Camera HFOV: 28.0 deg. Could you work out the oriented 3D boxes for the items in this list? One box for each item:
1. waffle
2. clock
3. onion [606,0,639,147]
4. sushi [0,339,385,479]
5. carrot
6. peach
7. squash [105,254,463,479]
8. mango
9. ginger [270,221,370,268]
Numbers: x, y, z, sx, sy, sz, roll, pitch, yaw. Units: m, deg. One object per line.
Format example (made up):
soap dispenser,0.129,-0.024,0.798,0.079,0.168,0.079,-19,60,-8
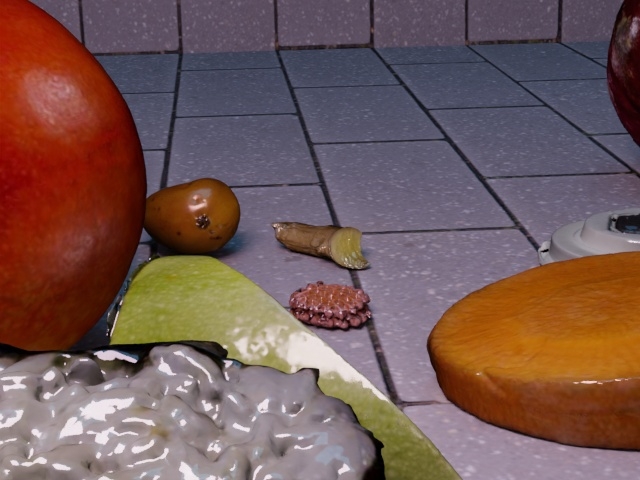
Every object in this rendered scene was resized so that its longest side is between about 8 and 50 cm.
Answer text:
waffle,0.011,0.064,1.260,0.083,0.029,0.075,6,21,12
clock,0.356,0.005,1.401,0.236,0.053,0.236,-2,18,1
onion,0.564,-0.173,1.628,0.398,0.398,0.420,1,59,7
sushi,-0.136,0.163,0.696,0.350,0.171,0.211,2,34,0
carrot,0.243,0.093,1.075,0.307,0.100,0.258,-5,17,15
peach,-0.342,-0.045,1.096,0.388,0.388,0.388,-1,17,0
squash,0.001,0.105,0.863,0.260,0.189,0.189,1,17,20
mango,-0.154,-0.023,1.475,0.105,0.084,0.159,-8,-3,-24
ginger,0.004,0.000,1.453,0.057,0.044,0.137,-36,33,-32
